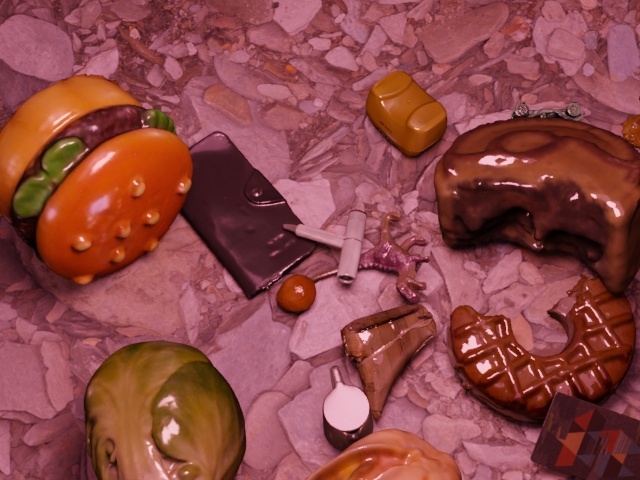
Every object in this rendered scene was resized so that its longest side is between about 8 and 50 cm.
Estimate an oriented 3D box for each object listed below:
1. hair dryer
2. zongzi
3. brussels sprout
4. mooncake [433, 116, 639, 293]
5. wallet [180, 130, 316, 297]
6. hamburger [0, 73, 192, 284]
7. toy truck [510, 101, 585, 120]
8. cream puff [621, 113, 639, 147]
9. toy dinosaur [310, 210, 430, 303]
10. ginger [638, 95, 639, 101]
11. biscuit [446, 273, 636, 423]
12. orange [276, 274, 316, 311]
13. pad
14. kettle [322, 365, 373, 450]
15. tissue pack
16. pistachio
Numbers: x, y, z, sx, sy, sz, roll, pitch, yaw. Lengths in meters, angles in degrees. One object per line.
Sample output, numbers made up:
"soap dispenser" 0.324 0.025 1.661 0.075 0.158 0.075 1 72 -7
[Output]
"hair dryer" -0.003 0.007 1.864 0.183 0.044 0.155 4 61 13
"zongzi" 0.151 0.231 1.767 0.194 0.099 0.198 -18 78 -11
"brussels sprout" -0.277 0.356 1.620 0.281 0.289 0.355 -7 37 0
"mooncake" 0.426 -0.076 1.757 0.393 0.246 0.393 -13 38 -7
"wallet" -0.178 -0.061 1.942 0.197 0.051 0.377 -36 70 -12
"hamburger" -0.441 -0.118 1.799 0.395 0.396 0.277 -43 69 -15
"toy truck" 0.495 -0.258 1.976 0.154 0.080 0.078 0 87 4
"cream puff" 0.698 -0.238 1.963 0.083 0.083 0.058 -13 20 9
"toy dinosaur" 0.120 0.037 1.859 0.251 0.072 0.200 19 59 22
"ginger" 0.870 -0.185 1.864 0.418 0.176 0.254 5 80 2
"biscuit" 0.437 0.215 1.740 0.366 0.115 0.268 -18 65 -3
"orange" -0.049 0.108 1.844 0.085 0.085 0.085 -1 66 3
"pad" 0.505 0.375 1.659 0.211 0.003 0.143 19 95 -4
"kettle" 0.053 0.321 1.698 0.098 0.148 0.127 13 66 10
"tissue pack" 0.186 -0.271 1.974 0.123 0.127 0.178 -36 69 -20
"pistachio" 0.099 0.463 1.588 0.321 0.238 0.229 -22 31 -12
